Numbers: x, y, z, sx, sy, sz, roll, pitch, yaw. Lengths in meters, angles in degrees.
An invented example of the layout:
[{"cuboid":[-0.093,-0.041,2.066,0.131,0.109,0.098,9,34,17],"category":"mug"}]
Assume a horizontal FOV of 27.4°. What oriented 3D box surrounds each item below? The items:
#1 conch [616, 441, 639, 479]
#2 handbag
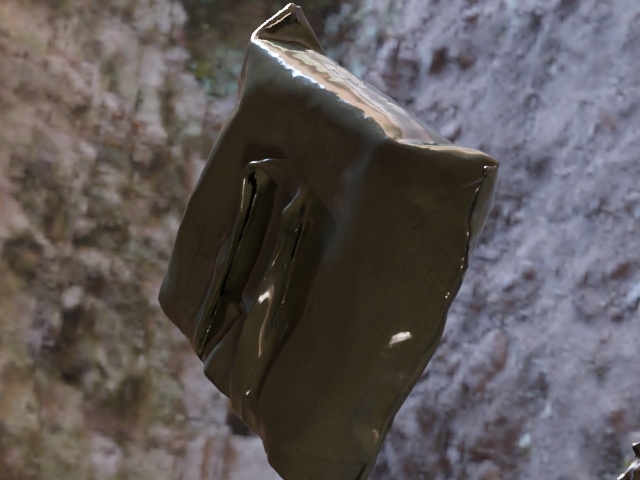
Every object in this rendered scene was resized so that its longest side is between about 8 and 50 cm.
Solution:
[{"cuboid":[0.341,0.289,1.313,0.186,0.313,0.240,-93,-20,-49],"category":"conch"},{"cuboid":[-0.003,0.002,0.890,0.316,0.109,0.253,46,118,52],"category":"handbag"}]
